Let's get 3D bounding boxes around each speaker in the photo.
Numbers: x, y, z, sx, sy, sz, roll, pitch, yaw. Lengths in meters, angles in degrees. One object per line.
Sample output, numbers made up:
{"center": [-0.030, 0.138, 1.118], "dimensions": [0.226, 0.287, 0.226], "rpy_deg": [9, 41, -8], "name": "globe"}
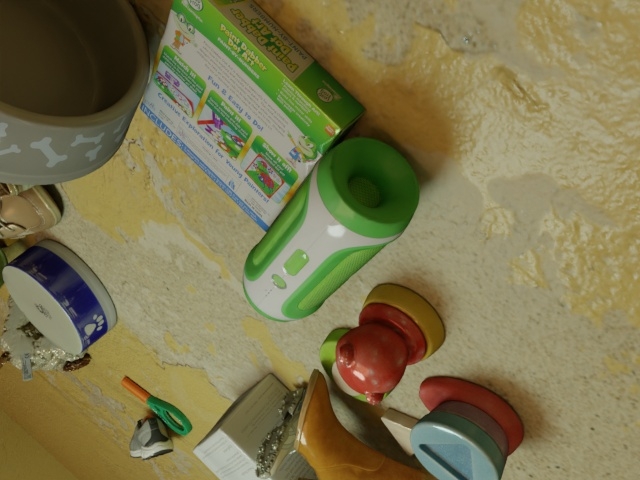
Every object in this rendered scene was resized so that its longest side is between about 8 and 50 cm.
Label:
{"center": [0.000, 0.000, 0.822], "dimensions": [0.131, 0.131, 0.296], "rpy_deg": [44, 144, 2], "name": "speaker"}

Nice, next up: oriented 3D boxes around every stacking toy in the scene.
{"center": [0.104, 0.241, 0.948], "dimensions": [0.309, 0.130, 0.279], "rpy_deg": [49, 143, -4], "name": "stacking toy"}

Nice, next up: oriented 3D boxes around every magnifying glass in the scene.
{"center": [-0.422, 0.423, 1.716], "dimensions": [0.231, 0.026, 0.092], "rpy_deg": [29, 140, 19], "name": "magnifying glass"}

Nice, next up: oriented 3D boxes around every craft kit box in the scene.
{"center": [-0.099, -0.163, 0.827], "dimensions": [0.250, 0.061, 0.246], "rpy_deg": [45, 146, 1], "name": "craft kit box"}

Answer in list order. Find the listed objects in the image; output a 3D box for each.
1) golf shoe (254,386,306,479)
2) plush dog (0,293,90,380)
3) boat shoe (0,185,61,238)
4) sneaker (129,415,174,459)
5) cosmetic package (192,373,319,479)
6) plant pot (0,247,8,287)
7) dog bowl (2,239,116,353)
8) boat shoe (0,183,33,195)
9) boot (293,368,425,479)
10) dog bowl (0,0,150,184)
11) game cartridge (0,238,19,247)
{"center": [-0.047, 0.344, 1.157], "dimensions": [0.086, 0.176, 0.069], "rpy_deg": [43, 141, -15], "name": "golf shoe"}
{"center": [-0.747, 0.283, 1.784], "dimensions": [0.262, 0.210, 0.225], "rpy_deg": [38, 169, 13], "name": "plush dog"}
{"center": [-0.665, -0.050, 1.428], "dimensions": [0.341, 0.110, 0.121], "rpy_deg": [-8, 119, 47], "name": "boat shoe"}
{"center": [-0.459, 0.527, 1.802], "dimensions": [0.271, 0.100, 0.108], "rpy_deg": [-34, 68, 60], "name": "sneaker"}
{"center": [-0.040, 0.463, 1.279], "dimensions": [0.385, 0.156, 0.217], "rpy_deg": [44, 144, 0], "name": "cosmetic package"}
{"center": [-0.890, 0.080, 1.604], "dimensions": [0.294, 0.274, 0.274], "rpy_deg": [-10, 118, 34], "name": "plant pot"}
{"center": [-0.604, 0.133, 1.547], "dimensions": [0.265, 0.104, 0.264], "rpy_deg": [25, 138, 25], "name": "dog bowl"}
{"center": [-0.655, -0.200, 1.294], "dimensions": [0.285, 0.089, 0.104], "rpy_deg": [38, 143, 11], "name": "boat shoe"}
{"center": [0.066, 0.352, 1.082], "dimensions": [0.211, 0.104, 0.295], "rpy_deg": [8, 111, 9], "name": "boot"}
{"center": [-0.359, -0.240, 0.781], "dimensions": [0.102, 0.349, 0.348], "rpy_deg": [-31, 101, 40], "name": "dog bowl"}
{"center": [-0.902, -0.114, 1.646], "dimensions": [0.285, 0.053, 0.323], "rpy_deg": [-7, 118, 47], "name": "game cartridge"}
